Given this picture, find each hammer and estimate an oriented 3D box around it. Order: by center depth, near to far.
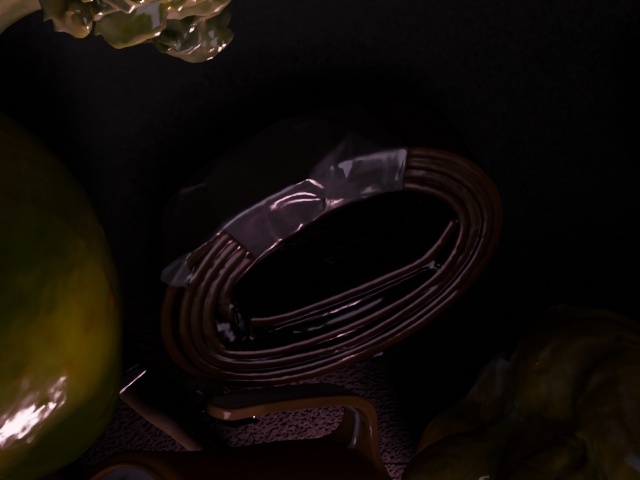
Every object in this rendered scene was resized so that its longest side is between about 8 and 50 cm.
[{"bbox_3d":[-0.110,0.167,1.232,0.062,0.013,0.199,-38,126,11],"label":"hammer"}]

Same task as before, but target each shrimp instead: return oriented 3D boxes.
[{"bbox_3d":[-0.076,0.132,1.208,0.092,0.029,0.038,19,117,-31],"label":"shrimp"}]

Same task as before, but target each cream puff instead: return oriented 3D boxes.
[{"bbox_3d":[0.243,0.240,1.227,0.378,0.275,0.378,-10,129,-12],"label":"cream puff"}]

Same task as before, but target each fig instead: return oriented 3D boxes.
[{"bbox_3d":[-0.250,0.046,0.967,0.258,0.258,0.326,-29,146,5],"label":"fig"}]

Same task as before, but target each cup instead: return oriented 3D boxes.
[{"bbox_3d":[-0.053,0.212,1.128,0.264,0.182,0.226,17,93,-53],"label":"cup"}]

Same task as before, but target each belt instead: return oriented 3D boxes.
[{"bbox_3d":[0.000,0.000,1.090,0.261,0.105,0.184,-20,126,-1],"label":"belt"}]

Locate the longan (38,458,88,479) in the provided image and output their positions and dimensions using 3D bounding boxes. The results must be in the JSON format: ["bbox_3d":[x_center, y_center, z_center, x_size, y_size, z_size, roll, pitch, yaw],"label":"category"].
[{"bbox_3d":[-0.258,0.224,1.132,0.187,0.167,0.167,-11,127,5],"label":"longan"}]

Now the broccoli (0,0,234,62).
[{"bbox_3d":[-0.156,-0.190,0.828,0.288,0.248,0.245,31,116,-26],"label":"broccoli"}]
